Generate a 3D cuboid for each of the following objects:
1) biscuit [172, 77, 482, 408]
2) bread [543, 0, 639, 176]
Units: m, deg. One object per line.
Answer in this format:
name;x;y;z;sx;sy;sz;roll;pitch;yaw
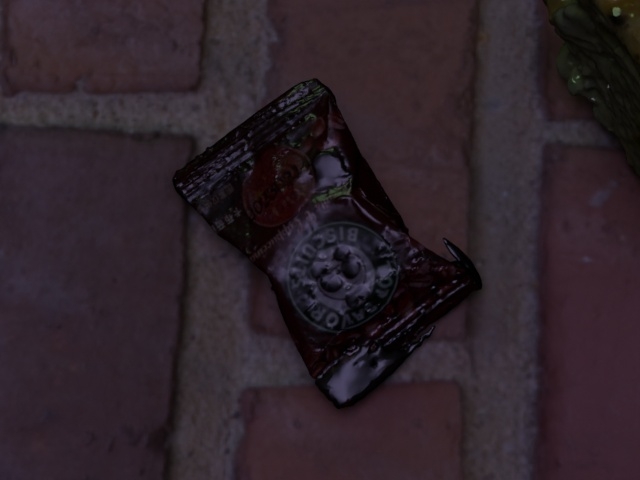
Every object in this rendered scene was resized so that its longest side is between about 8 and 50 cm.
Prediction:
biscuit;0.005;-0.005;1.279;0.151;0.063;0.235;-39;81;8
bread;0.317;-0.162;1.214;0.252;0.238;0.196;-30;107;-9
